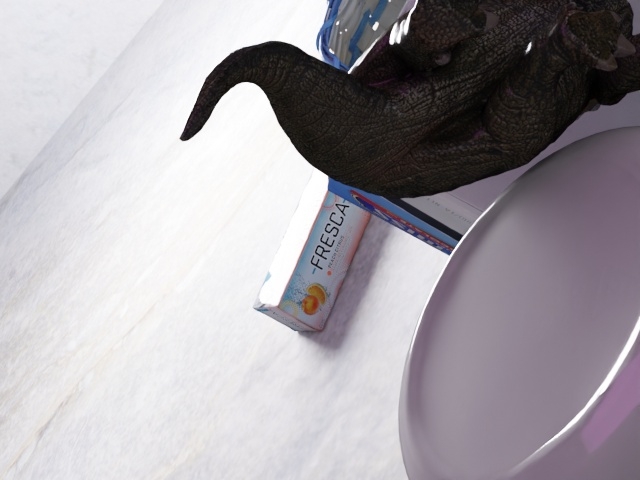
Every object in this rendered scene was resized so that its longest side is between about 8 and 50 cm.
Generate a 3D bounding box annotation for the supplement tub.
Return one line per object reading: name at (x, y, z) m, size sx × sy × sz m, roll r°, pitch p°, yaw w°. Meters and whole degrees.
supplement tub at (0.189, 0.090, 0.576) m, size 0.191 × 0.272 × 0.191 m, roll -45°, pitch 27°, yaw 31°

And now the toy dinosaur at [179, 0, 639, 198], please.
toy dinosaur at (0.072, -0.069, 0.575) m, size 0.313 × 0.121 × 0.160 m, roll -37°, pitch -7°, yaw -34°

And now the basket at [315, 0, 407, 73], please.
basket at (0.117, -0.219, 1.136) m, size 0.255 × 0.201 × 0.289 m, roll -64°, pitch -8°, yaw -7°

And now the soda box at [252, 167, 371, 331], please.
soda box at (0.000, 0.000, 1.335) m, size 0.063 × 0.058 × 0.183 m, roll -8°, pitch 55°, yaw 61°

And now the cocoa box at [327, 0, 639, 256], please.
cocoa box at (0.181, -0.142, 0.848) m, size 0.347 × 0.231 × 0.228 m, roll -62°, pitch 0°, yaw -5°
